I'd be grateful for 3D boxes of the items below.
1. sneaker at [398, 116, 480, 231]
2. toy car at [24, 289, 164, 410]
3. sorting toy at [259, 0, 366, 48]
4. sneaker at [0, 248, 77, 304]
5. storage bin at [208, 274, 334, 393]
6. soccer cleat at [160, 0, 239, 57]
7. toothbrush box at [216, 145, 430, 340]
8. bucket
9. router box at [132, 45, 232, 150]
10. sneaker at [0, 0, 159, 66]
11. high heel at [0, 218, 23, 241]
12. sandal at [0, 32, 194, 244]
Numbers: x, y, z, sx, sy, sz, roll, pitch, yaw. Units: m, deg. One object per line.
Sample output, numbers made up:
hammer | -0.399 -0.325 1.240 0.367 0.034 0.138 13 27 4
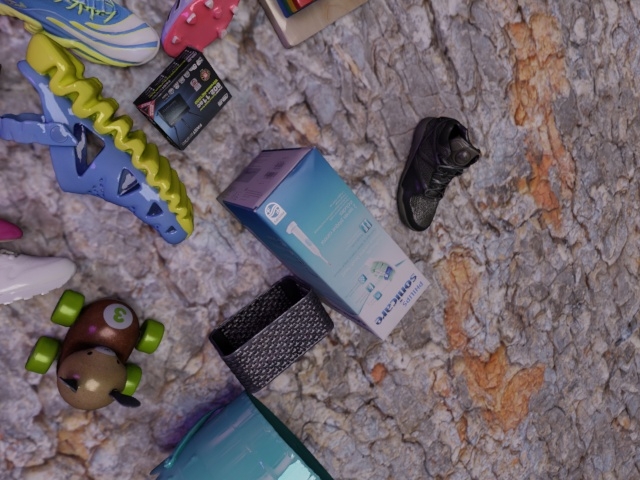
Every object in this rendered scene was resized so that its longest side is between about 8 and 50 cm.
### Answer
sneaker | 0.222 -0.124 0.894 0.087 0.130 0.228 13 95 -25
toy car | -0.306 0.169 0.648 0.155 0.188 0.149 28 86 -27
sorting toy | -0.005 -0.491 0.744 0.255 0.089 0.257 -38 112 -16
sneaker | -0.454 0.042 0.618 0.235 0.090 0.095 -10 93 -26
storage bin | -0.083 0.152 0.791 0.180 0.122 0.084 -36 111 -17
soccer cleat | -0.153 -0.375 0.671 0.248 0.095 0.083 -44 161 24
toothbrush box | 0.000 0.000 0.755 0.126 0.216 0.295 -48 114 -11
bucket | -0.105 0.388 0.743 0.183 0.281 0.281 -43 114 -15
router box | -0.202 -0.210 0.701 0.122 0.038 0.092 -51 146 -10
sneaker | -0.325 -0.296 0.599 0.240 0.126 0.091 12 93 -27
high heel | -0.503 -0.068 0.584 0.244 0.082 0.117 13 87 -21
sandal | -0.305 -0.111 0.653 0.138 0.126 0.317 -39 110 0
